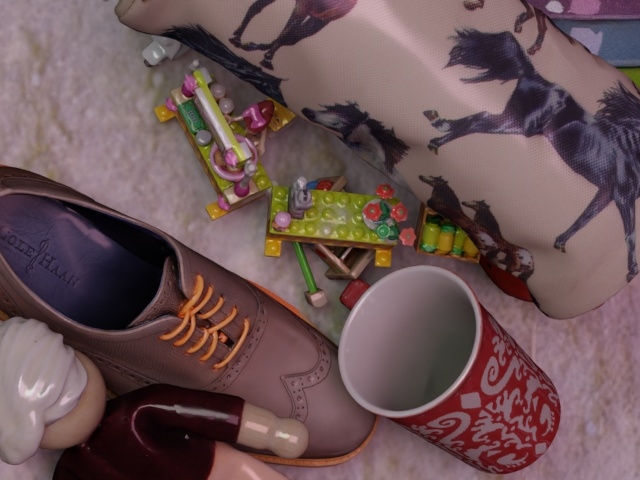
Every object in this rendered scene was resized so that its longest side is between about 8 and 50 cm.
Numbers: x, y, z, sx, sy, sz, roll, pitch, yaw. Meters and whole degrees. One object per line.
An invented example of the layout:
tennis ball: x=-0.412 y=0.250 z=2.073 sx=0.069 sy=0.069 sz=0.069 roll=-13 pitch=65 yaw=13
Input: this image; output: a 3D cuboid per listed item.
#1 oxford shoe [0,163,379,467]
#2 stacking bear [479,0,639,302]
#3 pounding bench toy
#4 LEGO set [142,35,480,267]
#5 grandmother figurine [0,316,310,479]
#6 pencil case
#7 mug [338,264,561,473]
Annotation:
oxford shoe: x=-0.102 y=0.065 z=1.246 sx=0.363 sy=0.132 sz=0.130 roll=27 pitch=79 yaw=-20
stacking bear: x=0.175 y=-0.093 z=1.354 sx=0.164 sy=0.175 sz=0.289 roll=-9 pitch=104 yaw=-49
pounding bench toy: x=0.000 y=0.000 z=1.332 sx=0.065 sy=0.052 sz=0.083 roll=43 pitch=75 yaw=-16
LEGO set: x=-0.012 y=-0.059 z=1.253 sx=0.287 sy=0.107 sz=0.132 roll=40 pitch=75 yaw=1
grandmother figurine: x=-0.101 y=0.164 z=1.236 sx=0.342 sy=0.104 sz=0.208 roll=37 pitch=111 yaw=-28
pencil case: x=0.064 y=-0.105 z=1.173 sx=0.410 sy=0.183 sz=0.160 roll=34 pitch=70 yaw=-17
mug: x=0.098 y=0.088 z=1.323 sx=0.113 sy=0.150 sz=0.169 roll=-29 pitch=143 yaw=17
